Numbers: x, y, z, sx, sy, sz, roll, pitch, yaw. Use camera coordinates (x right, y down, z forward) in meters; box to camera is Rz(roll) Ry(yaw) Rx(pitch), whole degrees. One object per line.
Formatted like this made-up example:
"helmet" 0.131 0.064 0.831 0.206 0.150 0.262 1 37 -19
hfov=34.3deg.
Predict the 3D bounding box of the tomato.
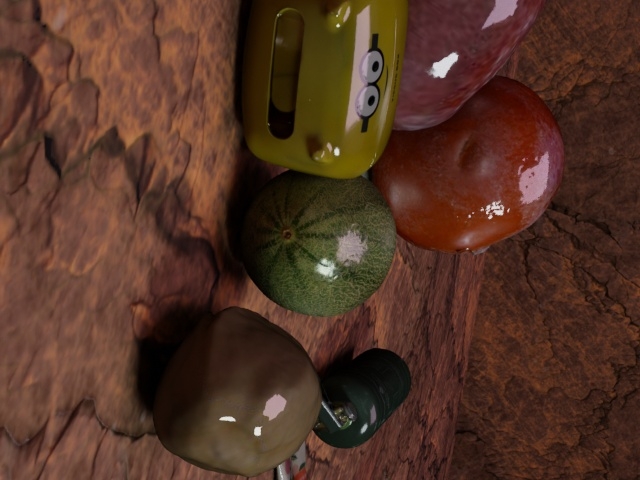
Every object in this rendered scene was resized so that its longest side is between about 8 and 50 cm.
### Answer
"tomato" 0.166 -0.095 1.177 0.188 0.232 0.232 55 32 -14

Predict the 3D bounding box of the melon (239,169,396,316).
"melon" 0.000 0.000 0.932 0.192 0.139 0.139 5 97 -74

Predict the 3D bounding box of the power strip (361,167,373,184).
"power strip" 0.045 -0.084 1.216 0.367 0.043 0.106 -11 112 -74

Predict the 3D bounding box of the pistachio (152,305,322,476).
"pistachio" -0.063 0.120 0.841 0.226 0.136 0.136 -9 110 -81

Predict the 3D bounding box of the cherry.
"cherry" 0.104 -0.245 0.972 0.285 0.213 0.236 -62 168 0

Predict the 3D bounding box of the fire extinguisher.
"fire extinguisher" 0.045 0.205 1.369 0.114 0.095 0.311 65 15 2

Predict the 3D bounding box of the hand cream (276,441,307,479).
"hand cream" -0.036 0.337 1.271 0.080 0.050 0.234 -41 135 -61

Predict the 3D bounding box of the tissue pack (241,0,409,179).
"tissue pack" 0.000 -0.141 0.842 0.127 0.123 0.178 -31 132 -61
